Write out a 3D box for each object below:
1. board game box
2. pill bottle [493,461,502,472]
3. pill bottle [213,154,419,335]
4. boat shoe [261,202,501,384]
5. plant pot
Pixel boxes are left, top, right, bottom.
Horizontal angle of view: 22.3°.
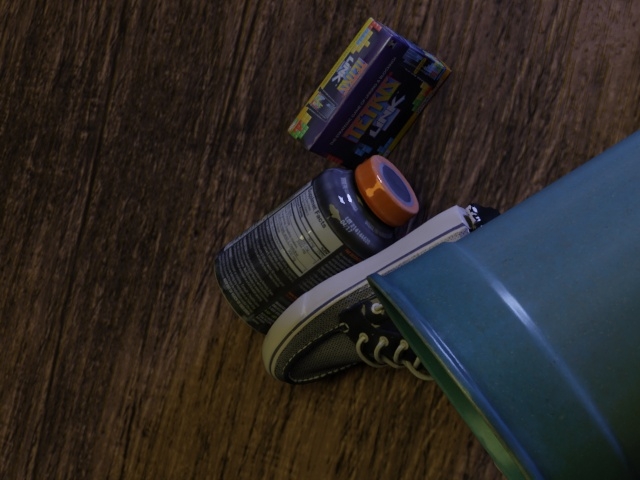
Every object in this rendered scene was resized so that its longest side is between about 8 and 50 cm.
[{"bbox_3d":[0.060,-0.168,1.945,0.048,0.141,0.170,45,105,33],"label":"board game box"},{"bbox_3d":[0.268,0.194,1.745,0.094,0.094,0.169,38,101,34],"label":"pill bottle"},{"bbox_3d":[0.000,0.000,1.952,0.245,0.130,0.130,-36,61,21],"label":"pill bottle"},{"bbox_3d":[0.086,0.108,1.866,0.340,0.127,0.158,-36,54,21],"label":"boat shoe"},{"bbox_3d":[0.277,0.074,1.555,0.334,0.341,0.341,-36,59,-1],"label":"plant pot"}]
